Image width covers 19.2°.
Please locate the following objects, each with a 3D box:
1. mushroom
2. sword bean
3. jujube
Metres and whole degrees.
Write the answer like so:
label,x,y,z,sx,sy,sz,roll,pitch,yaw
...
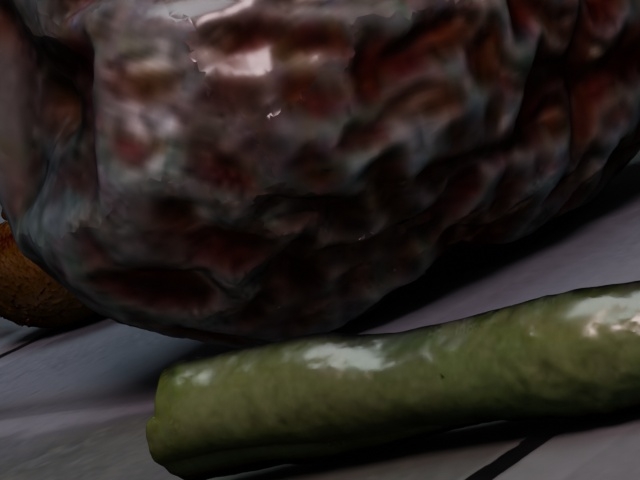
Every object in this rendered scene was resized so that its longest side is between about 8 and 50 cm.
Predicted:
label,x,y,z,sx,sy,sz,roll,pitch,yaw
mushroom,-0.127,-0.004,0.985,0.127,0.087,0.127,-23,6,3
sword bean,0.069,0.028,0.472,0.269,0.038,0.043,-13,5,34
jujube,0.014,-0.081,0.760,0.317,0.226,0.226,-18,5,-40
